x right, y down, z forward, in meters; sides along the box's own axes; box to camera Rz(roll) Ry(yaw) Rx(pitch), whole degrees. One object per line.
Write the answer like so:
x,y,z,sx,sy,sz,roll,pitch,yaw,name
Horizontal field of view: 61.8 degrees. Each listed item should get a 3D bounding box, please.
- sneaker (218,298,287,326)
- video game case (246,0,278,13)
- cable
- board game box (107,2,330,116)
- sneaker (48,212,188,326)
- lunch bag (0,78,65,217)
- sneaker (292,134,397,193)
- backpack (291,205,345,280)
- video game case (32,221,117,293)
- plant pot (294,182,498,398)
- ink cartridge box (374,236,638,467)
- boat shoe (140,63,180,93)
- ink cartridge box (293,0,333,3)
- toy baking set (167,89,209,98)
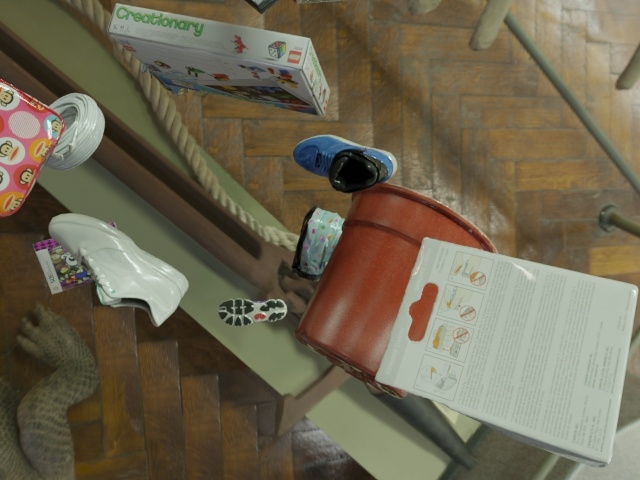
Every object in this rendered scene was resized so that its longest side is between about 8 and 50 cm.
-0.170,0.180,1.338,0.169,0.071,0.068,2,83,-12,sneaker
-0.174,-0.860,1.671,0.248,0.035,0.275,-41,66,-6,video game case
-0.795,-0.343,1.681,0.089,0.257,0.257,50,54,-53,cable
-0.148,-0.279,0.848,0.305,0.193,0.053,14,87,10,board game box
-0.297,0.044,0.755,0.212,0.080,0.094,32,53,-11,sneaker
-0.766,-0.221,1.221,0.258,0.120,0.293,33,71,-30,lunch bag
0.018,-0.103,0.714,0.152,0.084,0.058,16,113,21,sneaker
0.000,0.000,1.374,0.115,0.152,0.182,15,134,0,backpack
-0.730,0.056,1.641,0.232,0.210,0.042,-18,55,-25,video game case
0.107,0.091,0.873,0.272,0.272,0.265,36,75,-17,plant pot
0.193,0.107,0.562,0.181,0.224,0.056,-67,153,-21,ink cartridge box
-0.428,-0.461,1.428,0.089,0.258,0.109,32,78,-4,boat shoe
-0.013,-0.429,0.497,0.130,0.272,0.310,-15,137,-24,ink cartridge box
-0.412,-0.515,1.788,0.196,0.256,0.030,-12,88,-17,toy baking set
